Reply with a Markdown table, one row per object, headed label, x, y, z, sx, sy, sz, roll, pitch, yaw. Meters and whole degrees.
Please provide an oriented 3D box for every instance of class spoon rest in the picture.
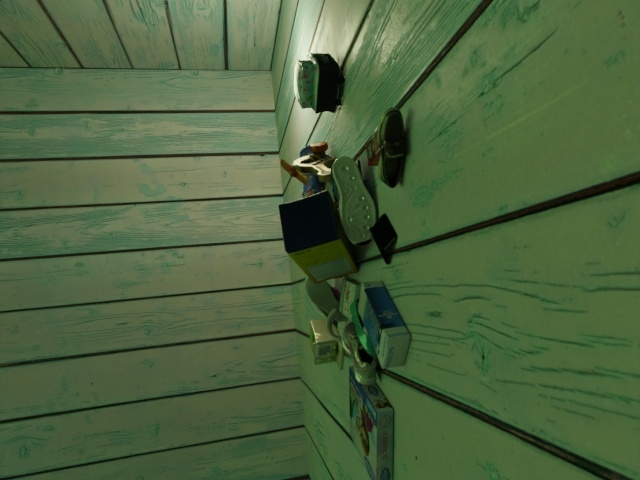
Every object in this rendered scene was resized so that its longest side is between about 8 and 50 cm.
| label | x | y | z | sx | sy | sz | roll | pitch | yaw |
| --- | --- | --- | --- | --- | --- | --- | --- | --- | --- |
| spoon rest | 0.097 | 0.409 | 1.698 | 0.137 | 0.084 | 0.276 | 47 | -172 | -45 |

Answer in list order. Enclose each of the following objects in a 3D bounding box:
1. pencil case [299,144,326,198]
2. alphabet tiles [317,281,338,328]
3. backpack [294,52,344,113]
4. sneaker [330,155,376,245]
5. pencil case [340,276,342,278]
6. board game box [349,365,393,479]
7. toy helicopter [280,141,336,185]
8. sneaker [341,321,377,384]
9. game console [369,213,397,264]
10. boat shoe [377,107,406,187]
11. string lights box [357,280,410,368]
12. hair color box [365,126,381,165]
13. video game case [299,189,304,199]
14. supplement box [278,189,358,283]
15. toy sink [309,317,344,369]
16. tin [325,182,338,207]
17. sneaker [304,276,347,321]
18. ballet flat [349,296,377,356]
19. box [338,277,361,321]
| label | x | y | z | sx | sy | sz | roll | pitch | yaw |
| --- | --- | --- | --- | --- | --- | --- | --- | --- | --- |
| pencil case | -0.036 | -0.319 | 2.053 | 0.133 | 0.119 | 0.306 | -29 | 60 | 47 |
| alphabet tiles | 0.028 | 0.272 | 1.940 | 0.198 | 0.009 | 0.237 | 51 | -158 | -22 |
| backpack | -0.015 | -0.674 | 1.747 | 0.253 | 0.191 | 0.225 | -101 | 12 | -50 |
| sneaker | 0.118 | -0.140 | 1.503 | 0.236 | 0.130 | 0.323 | 0 | -106 | -87 |
| pencil case | 0.046 | 0.030 | 1.845 | 0.124 | 0.124 | 0.284 | 178 | 88 | -78 |
| board game box | 0.184 | 0.689 | 1.554 | 0.318 | 0.065 | 0.318 | -139 | 46 | -73 |
| toy helicopter | -0.031 | -0.318 | 1.807 | 0.355 | 0.235 | 0.140 | -130 | 28 | -60 |
| sneaker | 0.156 | 0.400 | 1.539 | 0.252 | 0.103 | 0.111 | -115 | 28 | -43 |
| game console | 0.210 | -0.004 | 1.324 | 0.107 | 0.071 | 0.122 | 56 | -169 | -41 |
| boat shoe | 0.203 | -0.248 | 1.137 | 0.073 | 0.080 | 0.224 | -118 | 20 | -48 |
| string lights box | 0.196 | 0.263 | 1.328 | 0.260 | 0.076 | 0.133 | -111 | 20 | -53 |
| hair color box | 0.183 | -0.291 | 1.274 | 0.141 | 0.043 | 0.072 | 127 | 138 | -71 |
| video game case | -0.074 | -0.113 | 2.298 | 0.269 | 0.061 | 0.244 | 83 | -175 | -68 |
| supplement box | 0.000 | 0.000 | 1.567 | 0.356 | 0.194 | 0.195 | 58 | -161 | -61 |
| toy sink | 0.023 | 0.527 | 2.079 | 0.234 | 0.131 | 0.153 | -115 | 24 | -57 |
| tin | 0.057 | -0.224 | 1.895 | 0.190 | 0.040 | 0.106 | -110 | 24 | -50 |
| sneaker | 0.016 | 0.230 | 1.844 | 0.282 | 0.102 | 0.161 | 54 | -170 | -27 |
| ballet flat | 0.167 | 0.296 | 1.478 | 0.247 | 0.083 | 0.087 | -112 | 35 | -49 |
| box | 0.123 | 0.240 | 1.692 | 0.186 | 0.038 | 0.145 | -163 | 80 | -76 |
